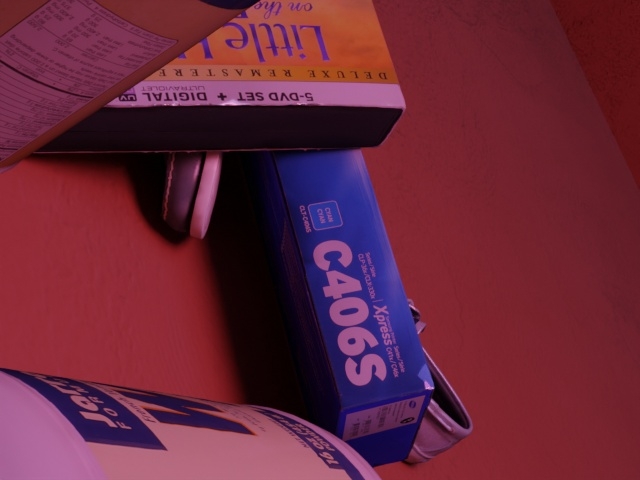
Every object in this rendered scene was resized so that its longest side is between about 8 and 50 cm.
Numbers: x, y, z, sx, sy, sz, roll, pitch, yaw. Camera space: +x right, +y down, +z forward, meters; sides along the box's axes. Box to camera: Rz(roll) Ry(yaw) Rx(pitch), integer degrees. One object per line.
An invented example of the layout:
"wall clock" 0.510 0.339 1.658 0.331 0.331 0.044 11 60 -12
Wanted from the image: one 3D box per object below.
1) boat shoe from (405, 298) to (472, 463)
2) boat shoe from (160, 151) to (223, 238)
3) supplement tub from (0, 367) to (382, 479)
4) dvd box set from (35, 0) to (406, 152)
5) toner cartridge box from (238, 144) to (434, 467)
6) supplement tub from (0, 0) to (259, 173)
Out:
"boat shoe" 0.062 0.089 1.189 0.227 0.081 0.079 59 25 -5
"boat shoe" -0.127 -0.140 1.098 0.099 0.116 0.319 4 57 -10
"supplement tub" -0.121 0.177 0.576 0.325 0.235 0.235 20 47 -55
"dvd box set" -0.130 -0.258 1.038 0.308 0.062 0.420 -2 61 -24
"toner cartridge box" 0.000 0.000 1.079 0.165 0.075 0.347 101 -24 -62
"supplement tub" -0.183 -0.168 0.722 0.228 0.316 0.228 43 31 -34
